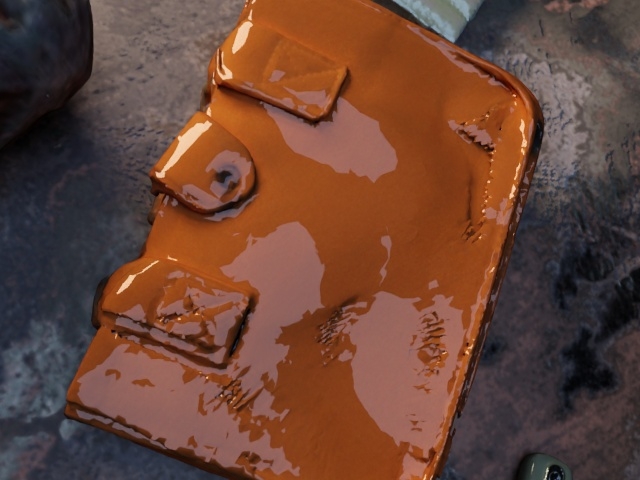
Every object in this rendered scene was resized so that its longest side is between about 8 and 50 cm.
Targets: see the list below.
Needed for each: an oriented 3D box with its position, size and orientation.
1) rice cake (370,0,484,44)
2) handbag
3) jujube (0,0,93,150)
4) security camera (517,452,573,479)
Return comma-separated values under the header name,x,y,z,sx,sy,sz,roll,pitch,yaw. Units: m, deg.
name,x,y,z,sx,sy,sz,roll,pitch,yaw
rice cake,0.091,-0.303,0.732,0.198,0.037,0.189,40,73,-4
handbag,0.000,0.000,0.607,0.303,0.116,0.410,24,73,-9
jujube,-0.310,-0.188,0.509,0.308,0.215,0.246,33,74,-8
security camera,0.198,0.239,0.651,0.058,0.058,0.092,21,66,-10
